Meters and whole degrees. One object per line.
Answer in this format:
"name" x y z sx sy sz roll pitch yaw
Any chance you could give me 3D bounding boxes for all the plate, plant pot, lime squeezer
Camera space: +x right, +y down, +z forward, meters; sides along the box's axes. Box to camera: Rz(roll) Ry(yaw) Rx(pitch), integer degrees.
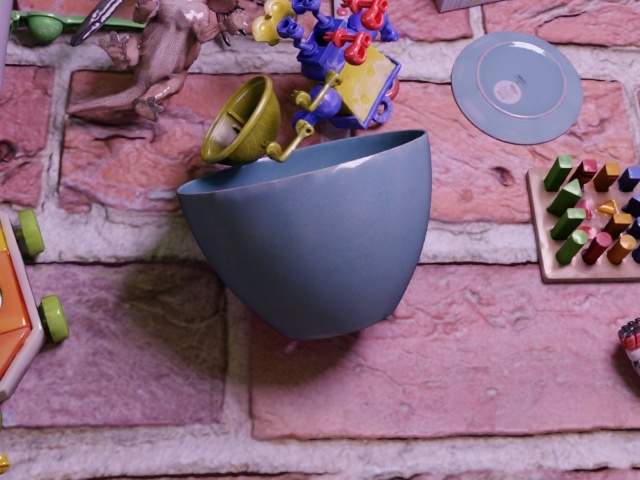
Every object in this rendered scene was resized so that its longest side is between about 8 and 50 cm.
"plate" 0.277 -0.220 1.372 0.188 0.024 0.188 3 65 -6
"plant pot" 0.000 0.000 1.131 0.290 0.290 0.195 -16 101 -13
"lime squeezer" -0.379 -0.260 1.305 0.310 0.059 0.110 -32 72 -19

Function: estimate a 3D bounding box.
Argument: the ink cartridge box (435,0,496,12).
"ink cartridge box" 0.242 -0.426 1.405 0.176 0.128 0.127 -14 68 -12

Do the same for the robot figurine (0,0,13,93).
"robot figurine" -0.473 -0.277 1.173 0.200 0.300 0.353 9 65 -22

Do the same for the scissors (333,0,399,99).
"scissors" 0.023 -0.304 1.385 0.109 0.021 0.297 -15 69 -10

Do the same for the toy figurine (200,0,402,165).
"toy figurine" 0.035 -0.192 1.231 0.191 0.217 0.362 14 70 42

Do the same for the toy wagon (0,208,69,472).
"toy wagon" -0.429 0.107 1.124 0.267 0.068 0.344 -17 68 -13

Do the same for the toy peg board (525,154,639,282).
"toy peg board" 0.362 -0.035 1.266 0.161 0.079 0.161 -1 66 -6

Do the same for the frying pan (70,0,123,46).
"frying pan" -0.199 -0.390 1.286 0.053 0.197 0.326 33 49 1

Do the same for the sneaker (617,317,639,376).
"sneaker" 0.475 0.116 1.217 0.225 0.088 0.092 -20 89 -14

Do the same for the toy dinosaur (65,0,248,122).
"toy dinosaur" -0.193 -0.253 1.279 0.127 0.200 0.295 40 98 -9
